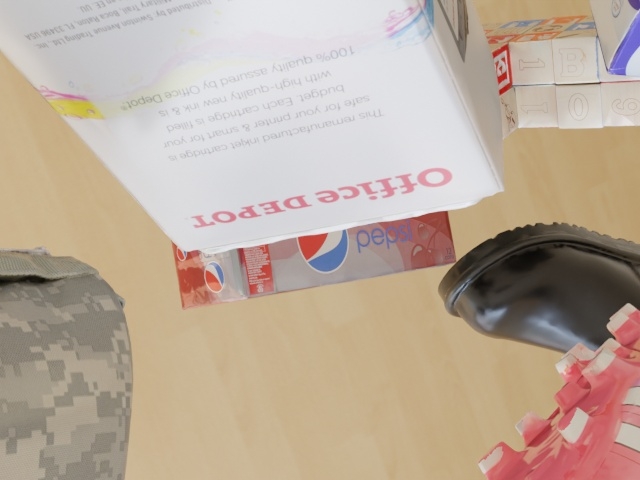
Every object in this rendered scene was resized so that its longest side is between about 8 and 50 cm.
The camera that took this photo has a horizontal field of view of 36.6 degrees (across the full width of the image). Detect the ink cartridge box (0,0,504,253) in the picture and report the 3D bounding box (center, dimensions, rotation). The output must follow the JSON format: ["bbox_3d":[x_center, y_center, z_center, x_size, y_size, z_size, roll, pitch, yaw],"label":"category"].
[{"bbox_3d":[-0.046,-0.138,0.528,0.306,0.226,0.131,55,33,-50],"label":"ink cartridge box"}]

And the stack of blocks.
[{"bbox_3d":[0.187,-0.164,0.971,0.171,0.297,0.087,-37,124,-52],"label":"stack of blocks"}]

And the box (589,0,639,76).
[{"bbox_3d":[0.290,-0.195,0.763,0.137,0.072,0.126,4,55,-7],"label":"box"}]

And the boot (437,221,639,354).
[{"bbox_3d":[0.310,0.116,0.988,0.348,0.131,0.260,3,44,-28],"label":"boot"}]

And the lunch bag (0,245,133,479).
[{"bbox_3d":[-0.241,0.116,0.445,0.305,0.212,0.256,13,97,-54],"label":"lunch bag"}]

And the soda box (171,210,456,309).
[{"bbox_3d":[0.000,0.000,0.855,0.263,0.092,0.083,-6,86,-44],"label":"soda box"}]

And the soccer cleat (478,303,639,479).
[{"bbox_3d":[0.139,0.093,0.424,0.095,0.248,0.083,47,112,10],"label":"soccer cleat"}]
